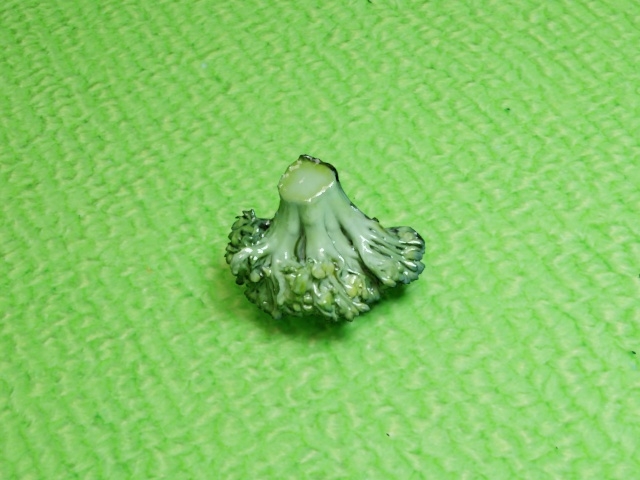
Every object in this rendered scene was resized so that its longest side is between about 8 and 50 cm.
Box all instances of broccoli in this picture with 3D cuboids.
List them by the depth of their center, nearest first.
[{"bbox_3d":[0.000,0.000,1.777,0.288,0.245,0.248,-28,47,-11],"label":"broccoli"}]
